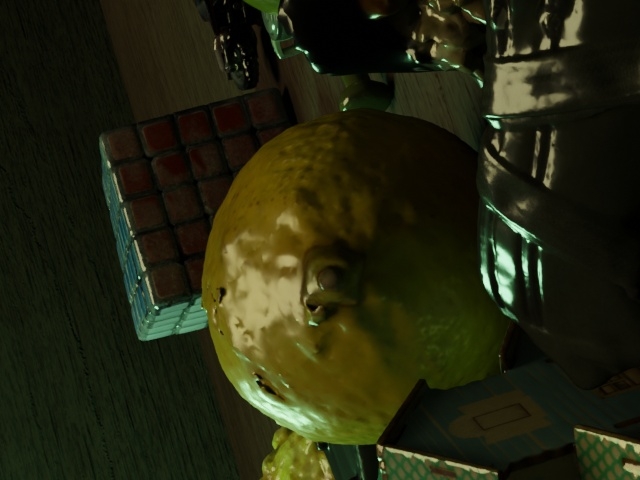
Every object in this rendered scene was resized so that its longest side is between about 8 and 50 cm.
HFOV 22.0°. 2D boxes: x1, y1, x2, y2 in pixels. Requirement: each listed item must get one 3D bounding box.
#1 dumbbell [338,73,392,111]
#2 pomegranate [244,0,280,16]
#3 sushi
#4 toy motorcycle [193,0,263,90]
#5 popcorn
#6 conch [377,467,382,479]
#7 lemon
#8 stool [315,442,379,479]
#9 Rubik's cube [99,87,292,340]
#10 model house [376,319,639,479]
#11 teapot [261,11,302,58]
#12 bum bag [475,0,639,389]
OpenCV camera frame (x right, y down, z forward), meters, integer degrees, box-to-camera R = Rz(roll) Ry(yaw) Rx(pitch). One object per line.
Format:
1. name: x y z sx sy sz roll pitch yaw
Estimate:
1. dumbbell: 0.027 -0.167 1.543 0.046 0.052 0.118 -51 49 39
2. pomegranate: 0.006 -0.231 1.210 0.198 0.198 0.246 -132 26 -67
3. sushi: 0.078 -0.212 0.917 0.238 0.218 0.225 50 -142 -30
4. toy motorcycle: -0.120 -0.292 2.028 0.122 0.082 0.213 -138 36 -69
5. popcorn: 0.004 0.274 1.872 0.155 0.197 0.197 38 157 13
6. conch: 0.131 0.209 1.271 0.196 0.134 0.202 38 161 41
7. lemon: 0.035 0.029 1.210 0.310 0.253 0.253 -23 -81 -83
8. stool: 0.065 0.146 1.517 0.232 0.141 0.232 165 90 -79
9. Rubik's cube: -0.138 -0.027 2.052 0.237 0.238 0.237 123 132 -74
10. model house: 0.142 0.160 0.986 0.271 0.206 0.178 -129 27 -64
11. teapot: -0.029 -0.235 1.724 0.066 0.057 0.088 -120 22 -59
12. bum bag: 0.150 -0.045 0.844 0.080 0.142 0.326 -64 -22 -48
